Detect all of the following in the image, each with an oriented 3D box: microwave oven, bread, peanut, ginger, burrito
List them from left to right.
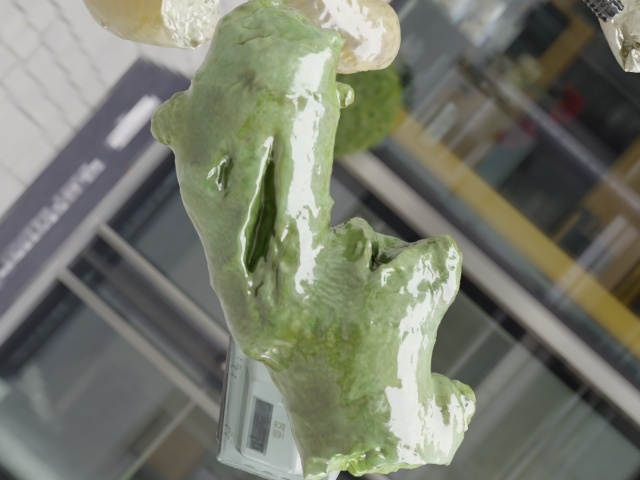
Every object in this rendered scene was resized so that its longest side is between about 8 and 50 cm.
[{"bbox_3d":[-0.152,-0.327,1.813,0.314,0.192,0.171,-47,137,-43],"label":"bread"},{"bbox_3d":[-0.016,0.108,1.630,0.162,0.122,0.208,-56,160,-50],"label":"microwave oven"},{"bbox_3d":[0.001,0.005,1.008,0.137,0.290,0.089,-29,179,16],"label":"ginger"},{"bbox_3d":[0.007,-0.292,2.253,0.129,0.224,0.129,-34,-141,33],"label":"peanut"},{"bbox_3d":[0.285,-0.301,1.708,0.082,0.275,0.059,-23,-169,-33],"label":"burrito"}]

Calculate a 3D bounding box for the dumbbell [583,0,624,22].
[{"bbox_3d":[0.145,-0.313,1.489,0.143,0.325,0.143,-41,-178,2],"label":"dumbbell"}]
